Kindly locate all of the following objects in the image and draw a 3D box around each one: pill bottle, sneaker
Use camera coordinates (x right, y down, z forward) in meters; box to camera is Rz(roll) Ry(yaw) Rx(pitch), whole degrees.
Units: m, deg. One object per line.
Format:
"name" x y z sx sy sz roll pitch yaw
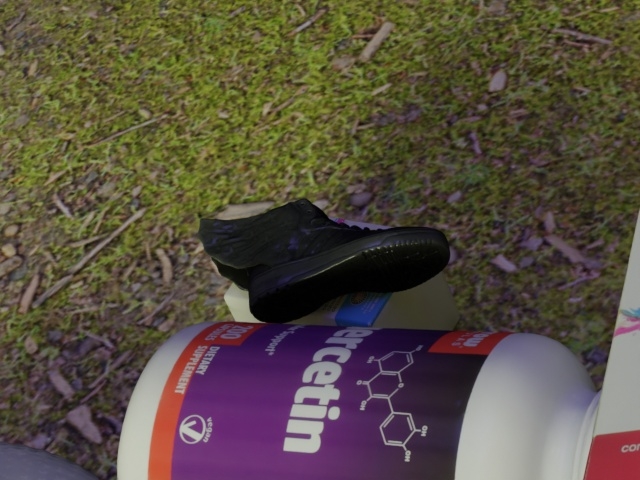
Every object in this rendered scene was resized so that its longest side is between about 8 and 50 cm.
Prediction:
"pill bottle" 0.050 0.143 1.223 0.323 0.181 0.181 1 46 26
"sneaker" 0.001 0.002 1.359 0.170 0.051 0.089 -18 46 12

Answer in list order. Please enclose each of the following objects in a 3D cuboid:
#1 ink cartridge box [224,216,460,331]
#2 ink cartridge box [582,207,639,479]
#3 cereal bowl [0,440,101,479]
"ink cartridge box" 0.008 0.046 1.419 0.143 0.090 0.092 10 51 33
"ink cartridge box" 0.256 0.108 1.118 0.131 0.226 0.306 -7 44 30
"cereal bowl" -0.265 0.256 1.288 0.339 0.141 0.339 -14 40 12
